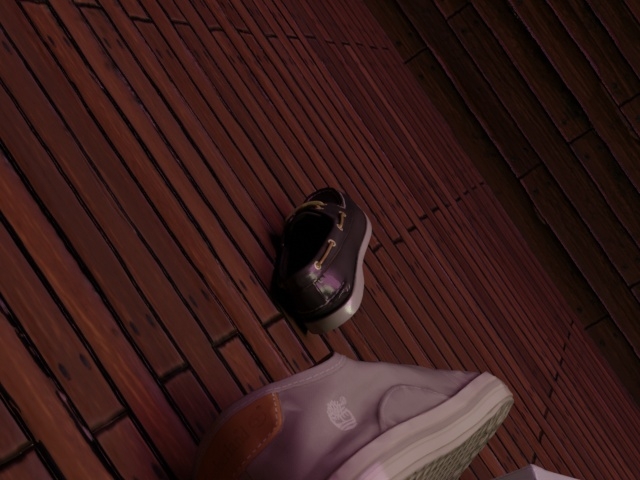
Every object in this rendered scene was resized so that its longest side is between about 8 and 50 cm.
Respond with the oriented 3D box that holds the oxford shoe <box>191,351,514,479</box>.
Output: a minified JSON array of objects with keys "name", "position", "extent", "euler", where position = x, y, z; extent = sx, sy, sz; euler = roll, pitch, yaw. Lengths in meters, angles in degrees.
[{"name":"oxford shoe","position":[0.037,0.148,1.000],"extent":[0.130,0.169,0.449],"euler":[37,10,17]}]

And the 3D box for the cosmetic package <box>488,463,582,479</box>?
[{"name":"cosmetic package","position":[0.237,0.378,1.030],"extent":[0.284,0.097,0.377],"euler":[27,44,-53]}]

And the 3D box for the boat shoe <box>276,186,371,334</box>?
[{"name":"boat shoe","position":[0.000,0.000,1.315],"extent":[0.068,0.081,0.227],"euler":[53,17,-24]}]
